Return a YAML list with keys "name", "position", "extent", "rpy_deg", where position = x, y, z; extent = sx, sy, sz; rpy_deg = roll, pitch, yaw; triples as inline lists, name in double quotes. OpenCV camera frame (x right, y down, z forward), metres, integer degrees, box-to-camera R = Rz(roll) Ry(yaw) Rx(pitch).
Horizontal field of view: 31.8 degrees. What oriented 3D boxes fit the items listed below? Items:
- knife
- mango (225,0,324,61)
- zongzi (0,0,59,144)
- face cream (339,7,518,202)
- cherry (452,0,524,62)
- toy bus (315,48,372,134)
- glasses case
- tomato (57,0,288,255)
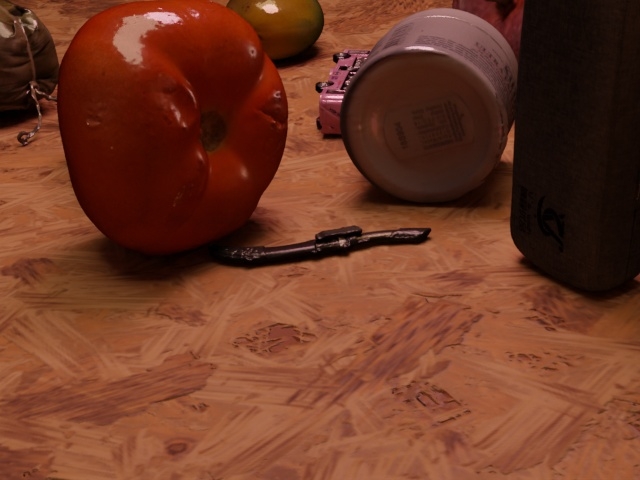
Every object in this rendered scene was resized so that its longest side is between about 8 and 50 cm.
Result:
- name: "knife"
  position: [0.000, 0.002, 1.097]
  extent: [0.222, 0.021, 0.045]
  rpy_deg: [-6, 22, 0]
- name: "mango"
  position: [-0.075, -0.356, 1.775]
  extent: [0.156, 0.114, 0.251]
  rpy_deg: [-12, 25, 3]
- name: "zongzi"
  position: [-0.450, -0.298, 1.657]
  extent: [0.447, 0.181, 0.418]
  rpy_deg: [10, 28, 23]
- name: "face cream"
  position: [0.121, -0.145, 1.209]
  extent: [0.177, 0.177, 0.153]
  rpy_deg: [2, 28, 15]
- name: "cherry"
  position: [0.309, -0.289, 1.447]
  extent: [0.307, 0.221, 0.261]
  rpy_deg: [-6, 30, -36]
- name: "toy bus"
  position: [0.048, -0.195, 1.469]
  extent: [0.090, 0.063, 0.203]
  rpy_deg: [3, 28, 10]
- name: "glasses case"
  position: [0.229, -0.117, 0.952]
  extent: [0.074, 0.323, 0.131]
  rpy_deg: [-16, 30, -26]
- name: "tomato"
  position: [-0.151, -0.115, 1.116]
  extent: [0.180, 0.260, 0.260]
  rpy_deg: [13, 30, 41]
